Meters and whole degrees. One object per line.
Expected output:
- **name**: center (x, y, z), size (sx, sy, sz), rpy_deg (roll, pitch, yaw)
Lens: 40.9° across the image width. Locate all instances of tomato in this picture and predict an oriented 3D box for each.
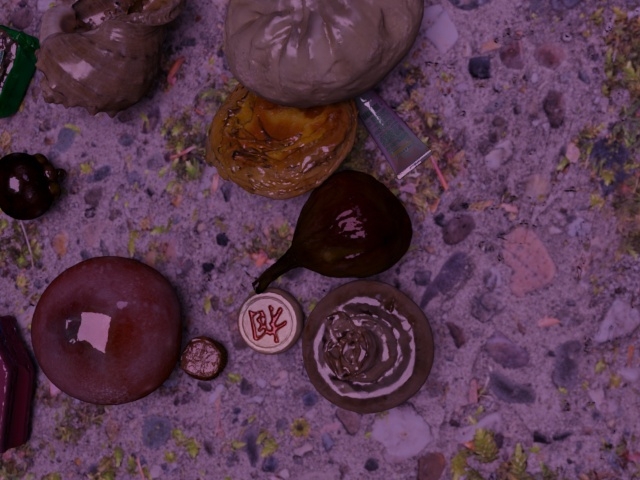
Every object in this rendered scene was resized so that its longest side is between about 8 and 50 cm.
- **tomato**: center (-0.385, 0.160, 1.527), size (0.270, 0.227, 0.270), rpy_deg (-1, 87, 15)

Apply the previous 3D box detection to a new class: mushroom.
- **mushroom**: center (0.078, 0.178, 1.444), size (0.227, 0.178, 0.226), rpy_deg (-2, 79, 11)

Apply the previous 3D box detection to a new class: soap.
- **soap**: center (-0.640, 0.268, 1.656), size (0.162, 0.099, 0.249), rpy_deg (6, 91, 20)
- **soap**: center (-0.696, -0.374, 1.670), size (0.273, 0.098, 0.217), rpy_deg (26, 95, 12)

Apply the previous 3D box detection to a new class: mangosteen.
- **mangosteen**: center (-0.550, -0.108, 1.629), size (0.140, 0.140, 0.140), rpy_deg (0, 90, 13)

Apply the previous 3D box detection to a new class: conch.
- **conch**: center (-0.378, -0.360, 1.558), size (0.324, 0.186, 0.263), rpy_deg (-28, 66, -1)

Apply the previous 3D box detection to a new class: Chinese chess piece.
- **Chinese chess piece**: center (-0.090, 0.145, 1.547), size (0.122, 0.051, 0.122), rpy_deg (0, 89, 13)

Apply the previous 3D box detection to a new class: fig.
- **fig**: center (0.021, 0.022, 1.452), size (0.191, 0.190, 0.290), rpy_deg (42, 95, 10)

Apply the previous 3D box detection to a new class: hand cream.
- **hand cream**: center (0.114, -0.198, 1.510), size (0.076, 0.047, 0.174), rpy_deg (-39, 90, 10)

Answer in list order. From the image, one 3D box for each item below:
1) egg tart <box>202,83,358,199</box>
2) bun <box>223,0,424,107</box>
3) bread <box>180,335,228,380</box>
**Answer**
- **egg tart**: center (-0.065, -0.181, 1.503), size (0.297, 0.132, 0.297), rpy_deg (-8, 59, 14)
- **bun**: center (-0.003, -0.398, 1.410), size (0.360, 0.211, 0.359), rpy_deg (-6, 67, 14)
- **bread**: center (-0.212, 0.217, 1.575), size (0.085, 0.053, 0.085), rpy_deg (-2, 78, 8)
